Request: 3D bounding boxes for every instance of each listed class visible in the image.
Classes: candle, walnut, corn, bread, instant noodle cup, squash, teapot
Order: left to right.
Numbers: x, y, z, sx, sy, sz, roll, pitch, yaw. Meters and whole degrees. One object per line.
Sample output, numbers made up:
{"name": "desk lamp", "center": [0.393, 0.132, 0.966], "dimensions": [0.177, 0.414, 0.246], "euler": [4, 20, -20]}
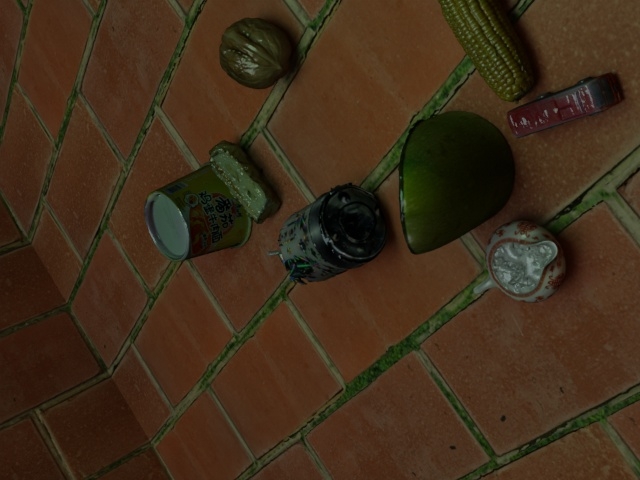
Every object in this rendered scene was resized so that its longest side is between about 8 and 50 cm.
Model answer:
{"name": "instant noodle cup", "center": [-0.343, -0.066, 2.298], "dimensions": [0.264, 0.200, 0.265], "euler": [24, 127, 38]}
{"name": "bread", "center": [-0.195, -0.161, 2.173], "dimensions": [0.232, 0.088, 0.128], "euler": [50, 149, 8]}
{"name": "walnut", "center": [-0.146, -0.426, 1.917], "dimensions": [0.184, 0.155, 0.156], "euler": [33, 132, 32]}
{"name": "candle", "center": [0.000, 0.000, 1.947], "dimensions": [0.330, 0.187, 0.188], "euler": [-27, 89, 54]}
{"name": "squash", "center": [0.201, -0.092, 1.560], "dimensions": [0.210, 0.308, 0.234], "euler": [15, 120, 45]}
{"name": "corn", "center": [0.282, -0.384, 1.477], "dimensions": [0.102, 0.102, 0.313], "euler": [-32, 84, 52]}
{"name": "teapot", "center": [0.381, 0.045, 1.590], "dimensions": [0.159, 0.116, 0.245], "euler": [45, 137, 5]}

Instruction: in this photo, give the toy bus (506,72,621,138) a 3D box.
{"name": "toy bus", "center": [0.411, -0.226, 1.431], "dimensions": [0.192, 0.077, 0.065], "euler": [-16, 100, 52]}
